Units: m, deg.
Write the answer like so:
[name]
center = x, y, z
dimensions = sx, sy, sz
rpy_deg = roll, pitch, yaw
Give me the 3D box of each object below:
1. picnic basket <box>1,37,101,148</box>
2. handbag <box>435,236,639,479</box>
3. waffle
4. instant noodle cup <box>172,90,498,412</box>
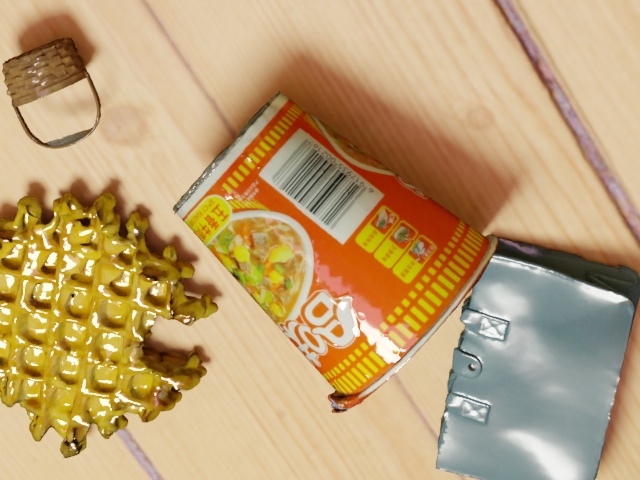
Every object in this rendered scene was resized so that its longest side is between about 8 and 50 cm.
[picnic basket]
center = -0.215, -0.116, 1.453
dimensions = 0.072, 0.072, 0.083
rpy_deg = -20, 99, 17
[handbag]
center = 0.181, 0.112, 1.524
dimensions = 0.144, 0.057, 0.221
rpy_deg = 14, 119, 9
[waffle]
center = -0.210, 0.069, 1.560
dimensions = 0.229, 0.051, 0.231
rpy_deg = -32, 107, 24
[instant noodle cup]
center = 0.000, 0.000, 1.431
dimensions = 0.212, 0.193, 0.193
rpy_deg = 41, 115, -4
